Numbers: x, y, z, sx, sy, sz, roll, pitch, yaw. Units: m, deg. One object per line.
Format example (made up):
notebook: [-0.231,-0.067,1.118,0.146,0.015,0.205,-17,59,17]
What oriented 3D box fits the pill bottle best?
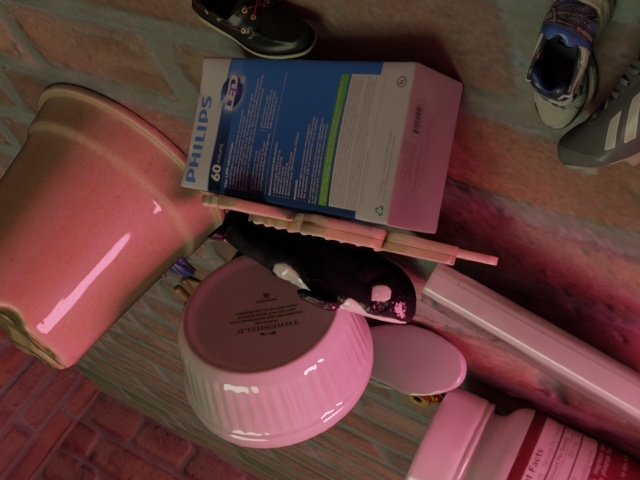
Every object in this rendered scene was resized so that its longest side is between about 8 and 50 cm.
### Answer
pill bottle: [0.316,0.364,1.119,0.392,0.224,0.224,25,155,18]

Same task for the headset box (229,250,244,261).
headset box: [-0.095,0.048,1.298,0.083,0.032,0.062,3,142,53]

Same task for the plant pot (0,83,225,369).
plant pot: [-0.359,0.003,1.211,0.334,0.305,0.334,28,156,14]

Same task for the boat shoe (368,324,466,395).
boat shoe: [0.099,0.173,1.221,0.267,0.096,0.088,-4,168,36]

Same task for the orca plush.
orca plush: [0.000,0.000,1.062,0.287,0.102,0.151,31,-157,33]

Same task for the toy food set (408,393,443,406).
toy food set: [0.158,0.239,1.351,0.082,0.020,0.083,43,155,-20]

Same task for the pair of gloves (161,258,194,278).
pair of gloves: [-0.319,0.014,1.540,0.198,0.023,0.159,-1,137,52]

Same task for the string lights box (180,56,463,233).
string lights box: [-0.009,-0.093,0.771,0.260,0.133,0.077,13,-177,41]

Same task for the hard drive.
hard drive: [0.251,0.123,0.904,0.307,0.040,0.203,30,177,9]

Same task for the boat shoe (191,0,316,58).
boat shoe: [-0.064,-0.202,0.756,0.133,0.049,0.042,29,165,23]

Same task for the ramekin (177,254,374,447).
ramekin: [-0.068,0.130,1.141,0.273,0.273,0.127,20,143,30]

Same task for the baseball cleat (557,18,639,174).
baseball cleat: [0.224,-0.111,0.557,0.109,0.072,0.206,54,148,-10]

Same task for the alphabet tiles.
alphabet tiles: [0.023,-0.007,0.857,0.278,0.021,0.284,13,180,-16]

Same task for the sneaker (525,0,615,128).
sneaker: [0.167,-0.120,0.602,0.052,0.058,0.135,24,155,22]

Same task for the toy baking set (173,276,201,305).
toy baking set: [-0.169,0.158,1.607,0.197,0.030,0.256,7,145,46]
